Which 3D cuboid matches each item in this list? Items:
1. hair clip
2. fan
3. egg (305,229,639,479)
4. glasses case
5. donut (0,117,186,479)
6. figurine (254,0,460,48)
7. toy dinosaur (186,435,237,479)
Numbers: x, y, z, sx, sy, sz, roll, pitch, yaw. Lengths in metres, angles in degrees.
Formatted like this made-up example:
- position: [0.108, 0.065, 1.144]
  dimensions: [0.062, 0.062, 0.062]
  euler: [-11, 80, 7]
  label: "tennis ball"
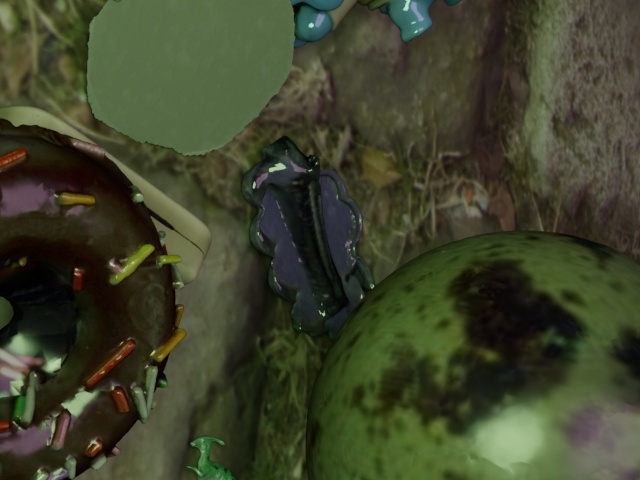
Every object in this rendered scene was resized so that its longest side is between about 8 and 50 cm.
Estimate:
- position: [0.001, 0.000, 1.201]
  dimensions: [0.124, 0.052, 0.195]
  euler: [-35, 116, -36]
  label: "hair clip"
- position: [-0.069, -0.209, 1.062]
  dimensions: [0.182, 0.010, 0.310]
  euler: [13, 110, -38]
  label: "fan"
- position: [0.176, 0.164, 1.156]
  dimensions: [0.428, 0.345, 0.345]
  euler: [-1, 86, -61]
  label: "egg"
- position: [-0.164, -0.029, 1.010]
  dimensions: [0.196, 0.083, 0.050]
  euler: [38, 59, -38]
  label: "glasses case"
- position: [-0.207, 0.053, 0.895]
  dimensions: [0.270, 0.103, 0.269]
  euler: [-14, 115, -31]
  label: "donut"
- position: [0.007, -0.251, 1.157]
  dimensions: [0.262, 0.154, 0.180]
  euler: [39, 87, -22]
  label: "figurine"
- position: [-0.077, 0.190, 1.121]
  dimensions: [0.083, 0.021, 0.062]
  euler: [15, 63, -43]
  label: "toy dinosaur"
